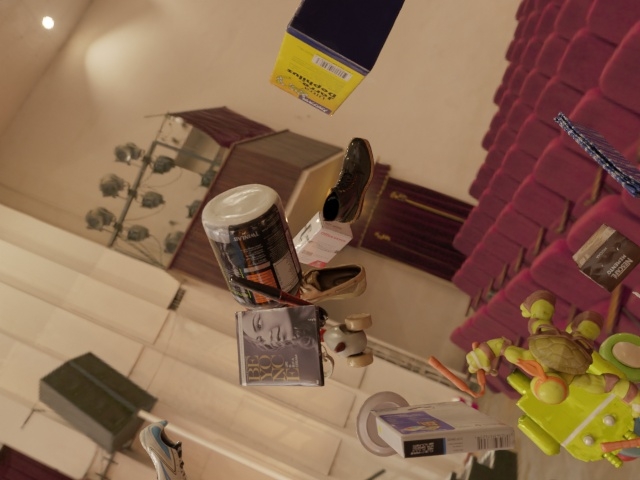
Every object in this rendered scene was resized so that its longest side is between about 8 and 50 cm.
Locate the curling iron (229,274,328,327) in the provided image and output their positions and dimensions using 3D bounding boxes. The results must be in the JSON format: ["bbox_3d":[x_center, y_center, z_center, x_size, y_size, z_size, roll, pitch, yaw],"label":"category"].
[{"bbox_3d":[-0.090,0.139,1.207,0.035,0.274,0.068,-53,25,16],"label":"curling iron"}]

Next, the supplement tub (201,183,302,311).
[{"bbox_3d":[-0.168,0.039,1.362,0.207,0.207,0.338,-59,-35,-46],"label":"supplement tub"}]

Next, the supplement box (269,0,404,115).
[{"bbox_3d":[0.021,-0.463,1.202,0.194,0.195,0.356,-65,10,-6],"label":"supplement box"}]

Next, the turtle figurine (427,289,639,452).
[{"bbox_3d":[0.293,0.142,0.664,0.217,0.270,0.087,-40,-45,-54],"label":"turtle figurine"}]

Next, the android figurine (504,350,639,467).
[{"bbox_3d":[0.544,0.354,1.095,0.056,0.273,0.248,1,-52,-55],"label":"android figurine"}]

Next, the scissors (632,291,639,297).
[{"bbox_3d":[0.731,0.194,0.962,0.021,0.109,0.297,-54,31,9],"label":"scissors"}]

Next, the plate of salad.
[{"bbox_3d":[0.202,0.580,1.619,0.199,0.200,0.048,-67,11,-14],"label":"plate of salad"}]

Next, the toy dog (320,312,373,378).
[{"bbox_3d":[0.017,0.322,1.609,0.334,0.220,0.161,-31,-15,39],"label":"toy dog"}]

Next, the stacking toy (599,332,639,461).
[{"bbox_3d":[0.770,0.360,1.243,0.309,0.279,0.130,-26,-32,-5],"label":"stacking toy"}]

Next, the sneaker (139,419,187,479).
[{"bbox_3d":[-0.383,0.581,1.320,0.086,0.237,0.085,-27,-4,-6],"label":"sneaker"}]

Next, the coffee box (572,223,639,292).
[{"bbox_3d":[0.964,0.051,1.718,0.168,0.119,0.297,-54,-14,19],"label":"coffee box"}]

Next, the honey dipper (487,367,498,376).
[{"bbox_3d":[0.410,0.314,1.240,0.161,0.030,0.030,31,-101,-56],"label":"honey dipper"}]

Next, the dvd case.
[{"bbox_3d":[-0.093,0.228,1.093,0.018,0.221,0.164,6,-103,-56],"label":"dvd case"}]

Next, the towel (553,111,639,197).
[{"bbox_3d":[0.816,-0.226,1.407,0.040,0.243,0.336,-54,45,34],"label":"towel"}]

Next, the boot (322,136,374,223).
[{"bbox_3d":[0.059,-0.131,1.119,0.137,0.077,0.197,-10,-74,-66],"label":"boot"}]

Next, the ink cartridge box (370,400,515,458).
[{"bbox_3d":[0.324,0.523,1.427,0.307,0.304,0.072,137,130,-78],"label":"ink cartridge box"}]

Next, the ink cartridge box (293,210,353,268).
[{"bbox_3d":[0.000,0.000,2.042,0.218,0.159,0.092,-44,41,35],"label":"ink cartridge box"}]

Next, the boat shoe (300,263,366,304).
[{"bbox_3d":[-0.028,0.135,1.574,0.110,0.341,0.121,80,175,-56],"label":"boat shoe"}]
